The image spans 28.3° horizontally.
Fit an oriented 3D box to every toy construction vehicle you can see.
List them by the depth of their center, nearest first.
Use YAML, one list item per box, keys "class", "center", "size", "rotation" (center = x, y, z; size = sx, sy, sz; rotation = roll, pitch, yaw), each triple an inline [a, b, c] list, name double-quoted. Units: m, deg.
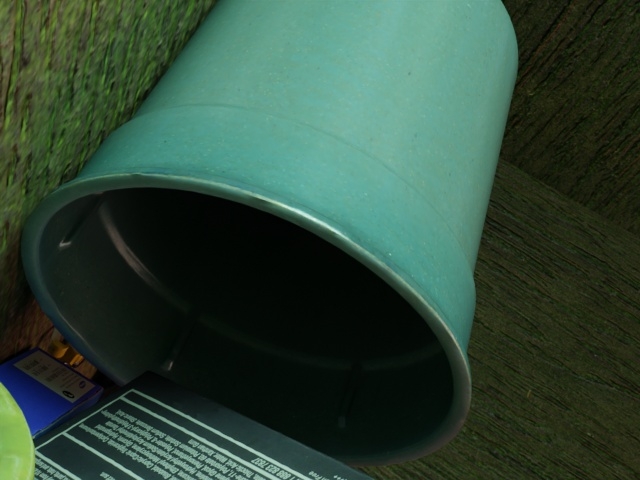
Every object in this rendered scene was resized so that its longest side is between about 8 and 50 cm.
- class: "toy construction vehicle"
  center: [-0.233, 0.096, 1.179]
  size: [0.086, 0.035, 0.098]
  rotation: [-49, -179, 36]

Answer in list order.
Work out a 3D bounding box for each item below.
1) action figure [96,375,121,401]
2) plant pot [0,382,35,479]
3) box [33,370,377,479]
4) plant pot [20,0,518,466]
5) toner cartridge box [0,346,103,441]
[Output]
- class: "action figure"
  center: [-0.138, 0.153, 1.601]
  size: [0.341, 0.178, 0.330]
  rotation: [-44, -172, -24]
- class: "plant pot"
  center: [-0.218, 0.171, 0.475]
  size: [0.276, 0.276, 0.254]
  rotation: [-51, 159, -65]
- class: "box"
  center: [-0.136, 0.260, 0.836]
  size: [0.294, 0.183, 0.296]
  rotation: [-29, -155, -29]
- class: "plant pot"
  center: [-0.005, -0.053, 0.999]
  size: [0.341, 0.341, 0.334]
  rotation: [115, -1, -55]
- class: "toner cartridge box"
  center: [-0.313, 0.266, 1.055]
  size: [0.348, 0.075, 0.165]
  rotation: [-60, 174, 11]
